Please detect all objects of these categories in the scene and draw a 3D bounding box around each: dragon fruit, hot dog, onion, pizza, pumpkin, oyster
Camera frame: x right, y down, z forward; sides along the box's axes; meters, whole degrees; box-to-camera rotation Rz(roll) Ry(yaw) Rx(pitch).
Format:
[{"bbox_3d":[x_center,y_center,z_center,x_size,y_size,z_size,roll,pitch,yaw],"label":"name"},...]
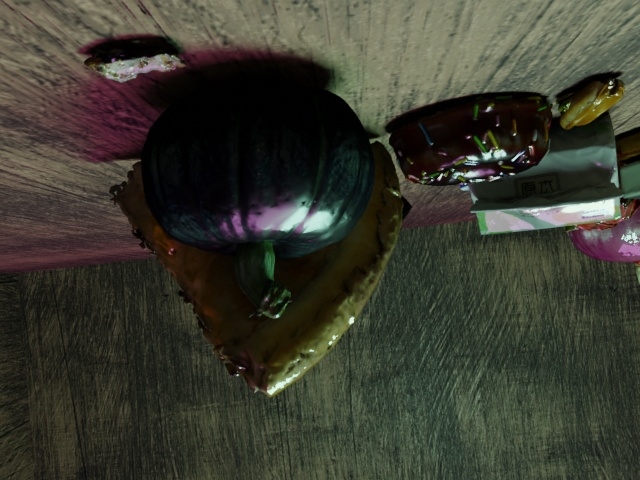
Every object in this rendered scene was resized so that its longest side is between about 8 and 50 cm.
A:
[{"bbox_3d":[0.627,-0.104,1.437,0.172,0.172,0.209,-5,167,-25],"label":"dragon fruit"},{"bbox_3d":[0.343,-0.181,0.822,0.056,0.041,0.133,-14,171,-6],"label":"hot dog"},{"bbox_3d":[0.905,-0.039,1.875,0.358,0.344,0.358,14,-166,-3],"label":"onion"},{"bbox_3d":[-0.036,-0.032,0.869,0.392,0.435,0.080,-24,144,-25],"label":"pizza"},{"bbox_3d":[-0.066,-0.039,0.677,0.248,0.248,0.248,-6,176,0],"label":"pumpkin"},{"bbox_3d":[-0.156,-0.152,0.534,0.083,0.019,0.054,-8,178,-3],"label":"oyster"}]

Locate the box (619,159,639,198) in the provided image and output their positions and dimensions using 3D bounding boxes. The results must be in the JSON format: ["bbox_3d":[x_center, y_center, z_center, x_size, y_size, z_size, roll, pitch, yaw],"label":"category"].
[{"bbox_3d":[0.786,-0.137,1.112,0.373,0.090,0.367,-5,177,-8],"label":"box"}]

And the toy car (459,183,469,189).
[{"bbox_3d":[0.294,-0.132,1.175,0.171,0.070,0.080,-5,175,-16],"label":"toy car"}]

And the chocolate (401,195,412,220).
[{"bbox_3d":[0.000,0.000,1.083,0.284,0.186,0.283,4,-156,-2],"label":"chocolate"}]

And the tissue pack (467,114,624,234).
[{"bbox_3d":[0.360,-0.085,1.027,0.229,0.159,0.145,-7,-142,24],"label":"tissue pack"}]

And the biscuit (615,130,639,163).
[{"bbox_3d":[0.721,-0.192,1.165,0.359,0.046,0.359,-7,176,-1],"label":"biscuit"}]

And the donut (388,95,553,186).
[{"bbox_3d":[0.217,-0.134,0.903,0.235,0.089,0.235,-7,174,-1],"label":"donut"}]
